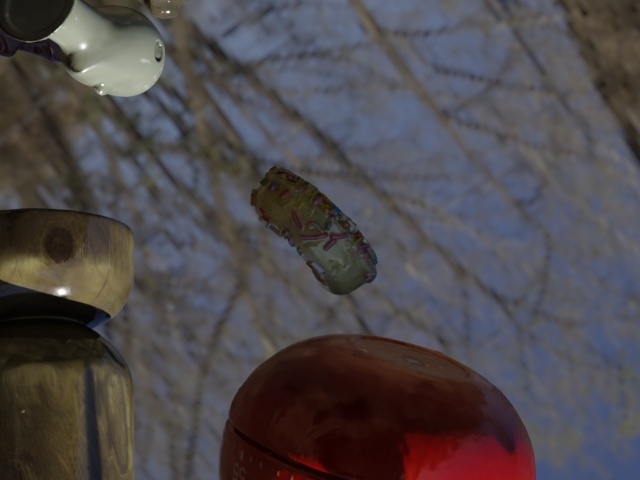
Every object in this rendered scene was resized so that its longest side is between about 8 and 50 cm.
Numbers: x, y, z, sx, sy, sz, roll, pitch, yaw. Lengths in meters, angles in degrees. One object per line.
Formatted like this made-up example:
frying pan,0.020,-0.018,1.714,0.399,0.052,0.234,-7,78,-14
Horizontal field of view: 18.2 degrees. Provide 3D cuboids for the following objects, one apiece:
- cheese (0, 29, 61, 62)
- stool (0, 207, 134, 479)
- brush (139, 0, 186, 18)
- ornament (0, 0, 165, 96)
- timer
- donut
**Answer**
cheese,-0.352,-0.248,1.958,0.177,0.203,0.128,-26,-137,-24
stool,-0.261,0.120,1.858,0.179,0.264,0.179,-2,163,-1
brush,-0.095,-0.344,1.875,0.071,0.084,0.301,-7,138,-56
ornament,-0.182,-0.158,1.579,0.074,0.081,0.156,-9,162,24
timer,0.069,0.265,2.374,0.378,0.378,0.279,-138,-117,-77
donut,0.000,-0.001,2.128,0.065,0.166,0.108,-44,-157,-8
